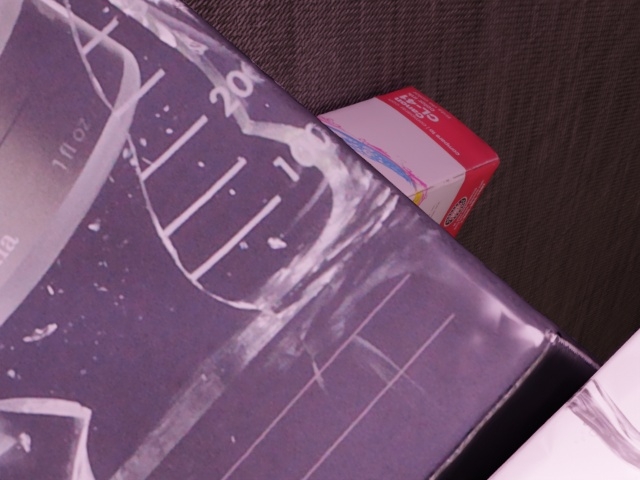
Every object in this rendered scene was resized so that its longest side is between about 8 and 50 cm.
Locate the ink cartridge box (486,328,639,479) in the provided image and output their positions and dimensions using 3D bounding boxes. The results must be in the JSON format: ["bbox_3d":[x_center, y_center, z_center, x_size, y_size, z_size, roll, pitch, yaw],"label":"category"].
[{"bbox_3d":[0.143,0.139,0.934,0.219,0.092,0.160,-42,159,-15],"label":"ink cartridge box"}]

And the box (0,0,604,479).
[{"bbox_3d":[-0.172,0.096,1.039,0.480,0.472,0.297,-49,159,2],"label":"box"}]

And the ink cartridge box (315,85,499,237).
[{"bbox_3d":[0.000,0.000,1.748,0.306,0.131,0.226,-19,146,-52],"label":"ink cartridge box"}]
